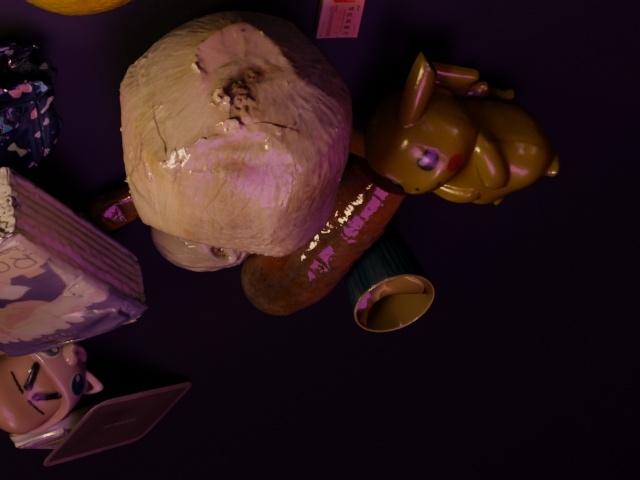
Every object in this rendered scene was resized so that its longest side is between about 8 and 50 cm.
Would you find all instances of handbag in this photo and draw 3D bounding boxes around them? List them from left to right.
[{"bbox_3d":[-0.438,-0.151,1.260,0.260,0.113,0.162,-11,147,-16],"label":"handbag"}]

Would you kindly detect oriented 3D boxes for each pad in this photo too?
[{"bbox_3d":[-0.336,0.306,1.794,0.176,0.002,0.266,-47,160,22],"label":"pad"}]

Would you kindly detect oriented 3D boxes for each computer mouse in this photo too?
[{"bbox_3d":[-0.420,0.313,1.783,0.125,0.056,0.245,-19,163,13],"label":"computer mouse"}]

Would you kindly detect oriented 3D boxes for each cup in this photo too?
[{"bbox_3d":[0.094,0.057,1.691,0.131,0.155,0.177,-17,141,-6],"label":"cup"}]

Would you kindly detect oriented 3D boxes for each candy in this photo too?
[{"bbox_3d":[-0.285,-0.048,1.489,0.182,0.046,0.053,-25,130,3],"label":"candy"}]

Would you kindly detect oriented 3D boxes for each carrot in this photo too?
[{"bbox_3d":[0.000,0.000,1.592,0.138,0.139,0.302,15,131,-35],"label":"carrot"}]

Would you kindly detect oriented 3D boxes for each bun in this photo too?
[{"bbox_3d":[-0.154,-0.009,1.549,0.183,0.102,0.183,-12,141,-10],"label":"bun"}]

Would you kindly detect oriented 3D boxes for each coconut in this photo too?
[{"bbox_3d":[-0.100,-0.136,1.297,0.297,0.297,0.255,-14,141,-10],"label":"coconut"}]

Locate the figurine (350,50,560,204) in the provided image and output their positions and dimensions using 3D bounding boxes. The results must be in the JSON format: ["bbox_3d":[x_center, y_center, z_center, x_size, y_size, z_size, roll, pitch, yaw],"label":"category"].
[{"bbox_3d":[0.182,-0.148,1.493,0.326,0.169,0.218,3,157,-35],"label":"figurine"}]

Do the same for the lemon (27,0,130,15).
[{"bbox_3d":[-0.245,-0.326,1.099,0.244,0.187,0.187,-19,140,-12],"label":"lemon"}]

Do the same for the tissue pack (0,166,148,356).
[{"bbox_3d":[-0.413,0.039,1.395,0.242,0.125,0.344,-17,155,14],"label":"tissue pack"}]

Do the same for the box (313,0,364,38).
[{"bbox_3d":[0.027,-0.302,1.374,0.058,0.015,0.093,-4,137,-17],"label":"box"}]

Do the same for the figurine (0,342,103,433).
[{"bbox_3d":[-0.480,0.236,1.626,0.287,0.186,0.176,-16,117,18],"label":"figurine"}]
